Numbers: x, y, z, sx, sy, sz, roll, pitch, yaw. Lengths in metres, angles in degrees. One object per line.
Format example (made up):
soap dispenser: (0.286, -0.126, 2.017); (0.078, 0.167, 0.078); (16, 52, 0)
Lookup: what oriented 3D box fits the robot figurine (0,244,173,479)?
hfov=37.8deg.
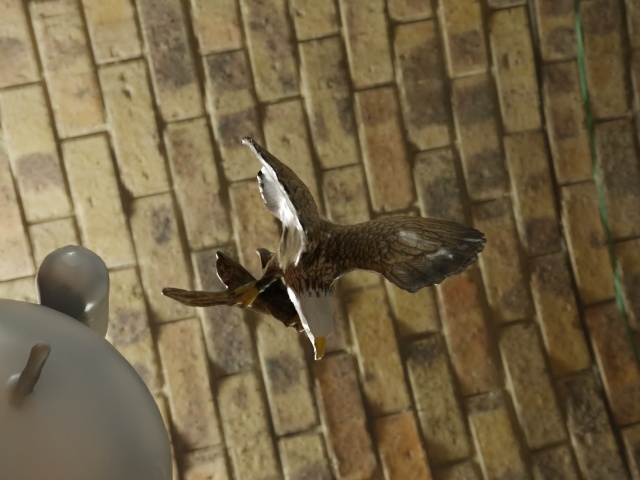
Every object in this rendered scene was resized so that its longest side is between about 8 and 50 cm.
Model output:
robot figurine: (-0.195, 0.151, 0.544); (0.353, 0.199, 0.300); (129, 158, -65)

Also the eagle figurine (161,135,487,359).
eagle figurine: (0.004, 0.010, 0.960); (0.225, 0.226, 0.298); (56, 142, 15)
